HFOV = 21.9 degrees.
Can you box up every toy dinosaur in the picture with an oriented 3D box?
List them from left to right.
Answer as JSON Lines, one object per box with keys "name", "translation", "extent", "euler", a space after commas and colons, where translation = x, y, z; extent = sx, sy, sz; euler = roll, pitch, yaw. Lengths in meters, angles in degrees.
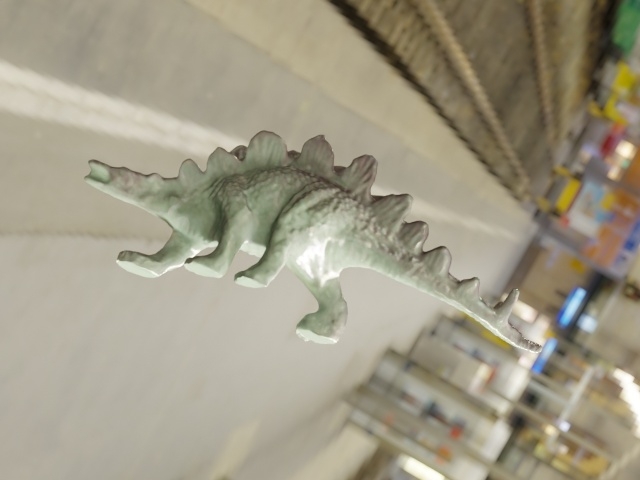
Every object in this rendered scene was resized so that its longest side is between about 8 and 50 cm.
{"name": "toy dinosaur", "translation": [0.001, -0.001, 0.703], "extent": [0.039, 0.209, 0.082], "euler": [104, 9, -69]}
